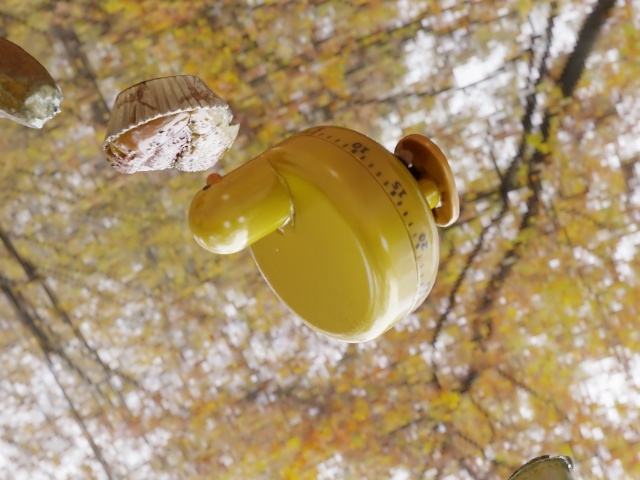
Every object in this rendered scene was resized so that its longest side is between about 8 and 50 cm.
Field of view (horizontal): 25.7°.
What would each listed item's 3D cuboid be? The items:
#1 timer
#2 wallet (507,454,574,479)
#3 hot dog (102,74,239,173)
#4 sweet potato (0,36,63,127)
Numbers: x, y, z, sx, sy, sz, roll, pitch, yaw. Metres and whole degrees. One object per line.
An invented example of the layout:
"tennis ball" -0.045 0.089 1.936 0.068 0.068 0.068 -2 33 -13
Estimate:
"timer" 0.000 0.000 0.669 0.109 0.107 0.107 -33 -153 -32
"wallet" 0.240 0.395 1.384 0.077 0.223 0.309 1 -129 -26
"hot dog" -0.110 -0.078 1.025 0.099 0.053 0.192 -16 176 -8
"sweet potato" -0.210 -0.116 0.679 0.233 0.062 0.081 49 -65 26
